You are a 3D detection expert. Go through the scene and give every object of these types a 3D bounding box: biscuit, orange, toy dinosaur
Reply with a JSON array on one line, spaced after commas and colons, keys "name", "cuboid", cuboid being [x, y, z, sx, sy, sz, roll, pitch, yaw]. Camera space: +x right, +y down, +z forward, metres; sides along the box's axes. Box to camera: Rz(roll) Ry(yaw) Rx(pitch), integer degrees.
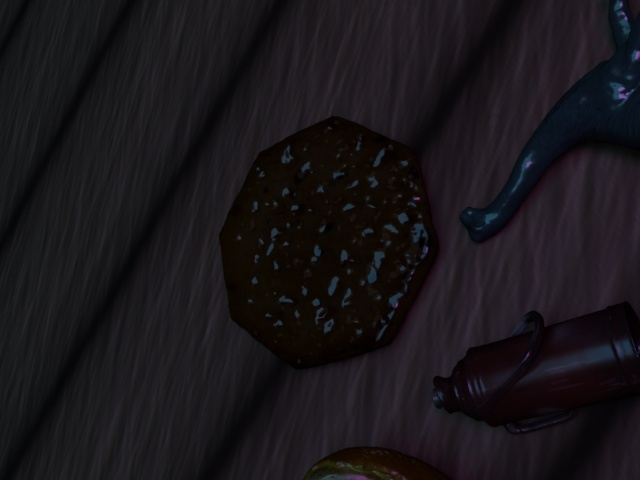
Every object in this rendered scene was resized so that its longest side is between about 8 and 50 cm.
[{"name": "biscuit", "cuboid": [0.000, 0.001, 0.932, 0.359, 0.046, 0.358, -9, 74, 33]}, {"name": "orange", "cuboid": [0.087, 0.330, 0.725, 0.237, 0.158, 0.179, 23, 99, 33]}, {"name": "toy dinosaur", "cuboid": [0.359, -0.096, 0.693, 0.384, 0.129, 0.330, 25, 104, 35]}]

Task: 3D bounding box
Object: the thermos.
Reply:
[{"name": "thermos", "cuboid": [0.228, 0.147, 0.716, 0.232, 0.099, 0.124, -25, 104, 29]}]
